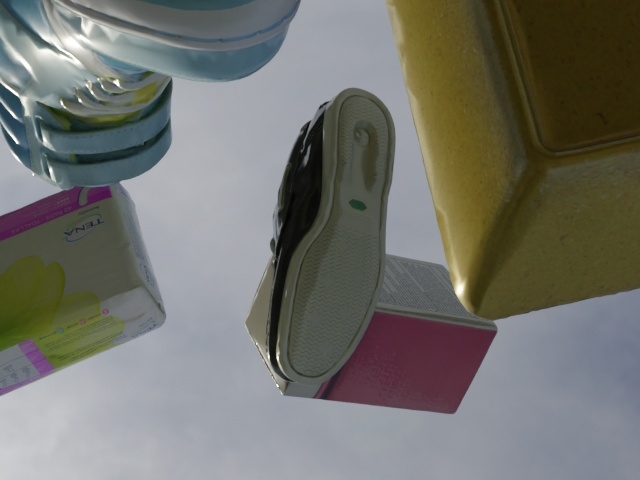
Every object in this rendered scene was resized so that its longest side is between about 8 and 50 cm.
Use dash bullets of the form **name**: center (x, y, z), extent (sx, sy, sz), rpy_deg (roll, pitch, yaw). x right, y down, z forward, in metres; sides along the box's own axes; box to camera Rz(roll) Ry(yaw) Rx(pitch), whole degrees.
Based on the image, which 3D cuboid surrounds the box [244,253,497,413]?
- **box**: center (0.055, 0.097, 1.194), extent (0.127, 0.232, 0.148), rpy_deg (-67, -149, 21)

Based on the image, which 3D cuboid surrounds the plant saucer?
- **plant saucer**: center (0.210, -0.149, 0.624), extent (0.332, 0.081, 0.333), rpy_deg (-12, -114, 3)

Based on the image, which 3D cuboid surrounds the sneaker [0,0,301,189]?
- **sneaker**: center (-0.109, -0.103, 0.621), extent (0.127, 0.208, 0.319), rpy_deg (-28, -142, -26)

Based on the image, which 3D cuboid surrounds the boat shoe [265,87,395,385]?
- **boat shoe**: center (0.000, 0.000, 0.803), extent (0.079, 0.084, 0.233), rpy_deg (-16, -124, 50)

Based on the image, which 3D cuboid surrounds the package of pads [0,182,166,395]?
- **package of pads**: center (-0.362, 0.063, 1.351), extent (0.296, 0.101, 0.229), rpy_deg (-24, -130, -2)
